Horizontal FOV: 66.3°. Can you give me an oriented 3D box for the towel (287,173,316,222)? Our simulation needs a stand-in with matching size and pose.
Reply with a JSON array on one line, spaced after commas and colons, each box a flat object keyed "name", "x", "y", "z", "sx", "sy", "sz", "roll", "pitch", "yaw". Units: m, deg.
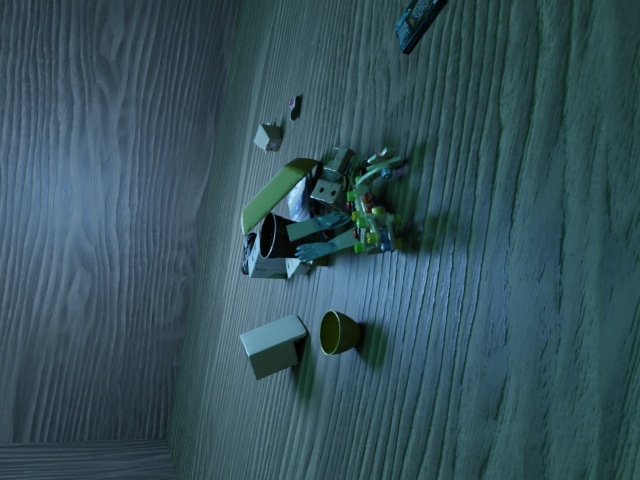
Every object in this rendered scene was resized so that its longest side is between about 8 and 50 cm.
[{"name": "towel", "x": -0.080, "y": -0.123, "z": 2.010, "sx": 0.209, "sy": 0.034, "sz": 0.285, "roll": -53, "pitch": 37, "yaw": 46}]

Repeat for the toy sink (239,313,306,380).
[{"name": "toy sink", "x": -0.168, "y": 0.407, "z": 1.876, "sx": 0.153, "sy": 0.234, "sz": 0.131, "roll": -137, "pitch": 30, "yaw": -59}]

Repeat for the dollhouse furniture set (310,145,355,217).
[{"name": "dollhouse furniture set", "x": 0.086, "y": -0.185, "z": 1.565, "sx": 0.128, "sy": 0.129, "sz": 0.184, "roll": 23, "pitch": 86, "yaw": 51}]

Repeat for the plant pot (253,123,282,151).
[{"name": "plant pot", "x": -0.249, "y": -0.496, "z": 2.412, "sx": 0.109, "sy": 0.108, "sz": 0.096, "roll": -60, "pitch": 45, "yaw": 36}]

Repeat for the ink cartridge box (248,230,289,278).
[{"name": "ink cartridge box", "x": -0.203, "y": 0.063, "z": 2.036, "sx": 0.212, "sy": 0.154, "sz": 0.093, "roll": 116, "pitch": 151, "yaw": -47}]

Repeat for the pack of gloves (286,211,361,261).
[{"name": "pack of gloves", "x": 0.018, "y": -0.010, "z": 1.607, "sx": 0.195, "sy": 0.231, "sz": 0.046, "roll": -110, "pitch": 3, "yaw": -49}]

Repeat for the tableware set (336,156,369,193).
[{"name": "tableware set", "x": 0.096, "y": -0.201, "z": 1.661, "sx": 0.194, "sy": 0.039, "sz": 0.129, "roll": -19, "pitch": 65, "yaw": 62}]

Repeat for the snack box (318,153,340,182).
[{"name": "snack box", "x": 0.041, "y": -0.249, "z": 1.762, "sx": 0.141, "sy": 0.037, "sz": 0.100, "roll": -33, "pitch": 36, "yaw": 59}]

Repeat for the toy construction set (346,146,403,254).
[{"name": "toy construction set", "x": 0.150, "y": -0.099, "z": 1.387, "sx": 0.215, "sy": 0.150, "sz": 0.328, "roll": 96, "pitch": 180, "yaw": -65}]

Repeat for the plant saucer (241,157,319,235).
[{"name": "plant saucer", "x": -0.164, "y": -0.190, "z": 1.846, "sx": 0.332, "sy": 0.081, "sz": 0.333, "roll": -44, "pitch": 6, "yaw": 17}]

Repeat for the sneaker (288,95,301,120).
[{"name": "sneaker", "x": -0.126, "y": -0.601, "z": 2.250, "sx": 0.067, "sy": 0.042, "sz": 0.119, "roll": 3, "pitch": 77, "yaw": 61}]

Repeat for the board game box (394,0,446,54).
[{"name": "board game box", "x": 0.287, "y": -0.659, "z": 1.431, "sx": 0.186, "sy": 0.026, "sz": 0.126, "roll": -50, "pitch": 39, "yaw": 48}]

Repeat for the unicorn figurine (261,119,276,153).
[{"name": "unicorn figurine", "x": -0.280, "y": -0.536, "z": 2.525, "sx": 0.162, "sy": 0.060, "sz": 0.111, "roll": 125, "pitch": 153, "yaw": -50}]

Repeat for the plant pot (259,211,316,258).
[{"name": "plant pot", "x": -0.115, "y": -0.004, "z": 1.744, "sx": 0.167, "sy": 0.165, "sz": 0.167, "roll": -35, "pitch": 50, "yaw": 57}]

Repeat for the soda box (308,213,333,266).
[{"name": "soda box", "x": 0.000, "y": 0.000, "z": 1.769, "sx": 0.058, "sy": 0.061, "sz": 0.182, "roll": 18, "pitch": 98, "yaw": 64}]

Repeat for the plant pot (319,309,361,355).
[{"name": "plant pot", "x": 0.068, "y": 0.284, "z": 1.496, "sx": 0.134, "sy": 0.095, "sz": 0.135, "roll": -30, "pitch": 55, "yaw": 58}]

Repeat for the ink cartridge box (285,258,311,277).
[{"name": "ink cartridge box", "x": -0.070, "y": 0.059, "z": 1.895, "sx": 0.181, "sy": 0.061, "sz": 0.105, "roll": -56, "pitch": 36, "yaw": 41}]

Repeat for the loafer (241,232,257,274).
[{"name": "loafer", "x": -0.339, "y": 0.070, "z": 2.451, "sx": 0.078, "sy": 0.080, "sz": 0.220, "roll": 17, "pitch": 102, "yaw": 55}]
